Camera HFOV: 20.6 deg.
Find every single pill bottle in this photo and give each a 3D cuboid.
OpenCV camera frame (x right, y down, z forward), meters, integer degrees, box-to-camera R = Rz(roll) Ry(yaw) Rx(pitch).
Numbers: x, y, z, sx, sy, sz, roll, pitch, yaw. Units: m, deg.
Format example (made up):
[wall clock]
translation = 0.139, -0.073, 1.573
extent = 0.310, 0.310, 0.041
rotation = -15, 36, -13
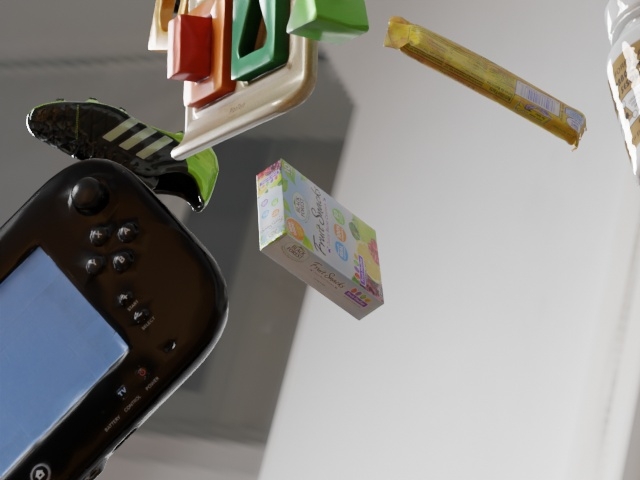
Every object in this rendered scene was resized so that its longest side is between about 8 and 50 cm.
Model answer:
[pill bottle]
translation = 0.370, -0.163, 1.850
extent = 0.131, 0.229, 0.131
rotation = -5, -36, -4

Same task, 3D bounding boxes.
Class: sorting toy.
[sorting toy]
translation = -0.054, -0.156, 1.053
extent = 0.047, 0.196, 0.347
rotation = 10, -12, -24

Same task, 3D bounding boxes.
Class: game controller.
[game controller]
translation = -0.198, 0.099, 1.066
extent = 0.166, 0.319, 0.067
rotation = 45, 1, 39

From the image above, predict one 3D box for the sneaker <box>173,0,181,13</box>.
[sneaker]
translation = -0.112, -0.225, 1.682
extent = 0.063, 0.170, 0.075
rotation = -38, -6, 29

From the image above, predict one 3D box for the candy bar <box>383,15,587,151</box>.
[candy bar]
translation = 0.117, -0.110, 1.230
extent = 0.161, 0.040, 0.018
rotation = 28, -53, -8

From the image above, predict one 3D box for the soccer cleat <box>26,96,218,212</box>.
[soccer cleat]
translation = -0.176, -0.076, 1.572
extent = 0.178, 0.072, 0.060
rotation = 16, -37, -16

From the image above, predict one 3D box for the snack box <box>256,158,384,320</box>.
[snack box]
translation = 0.000, 0.000, 1.672
extent = 0.037, 0.100, 0.141
rotation = -34, -51, 26
